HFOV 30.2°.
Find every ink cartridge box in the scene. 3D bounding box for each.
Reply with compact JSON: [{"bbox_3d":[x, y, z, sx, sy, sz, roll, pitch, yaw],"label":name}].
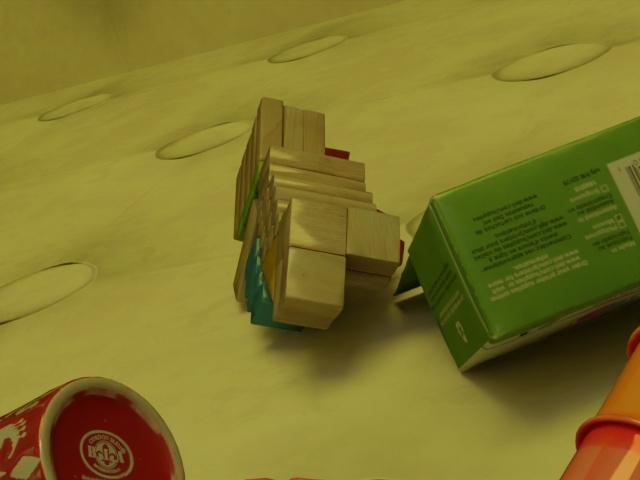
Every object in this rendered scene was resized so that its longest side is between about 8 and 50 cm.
[{"bbox_3d":[0.161,0.016,0.810,0.188,0.097,0.255,-21,-14,-7],"label":"ink cartridge box"}]

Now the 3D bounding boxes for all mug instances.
[{"bbox_3d":[-0.151,0.138,0.624,0.169,0.113,0.150,-32,-2,31],"label":"mug"}]

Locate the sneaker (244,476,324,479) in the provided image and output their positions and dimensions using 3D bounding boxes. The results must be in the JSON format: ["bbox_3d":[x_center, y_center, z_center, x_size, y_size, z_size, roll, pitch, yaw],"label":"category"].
[{"bbox_3d":[-0.072,0.190,0.511,0.299,0.121,0.112,-16,48,4],"label":"sneaker"}]

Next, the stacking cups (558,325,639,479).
[{"bbox_3d":[0.206,0.043,0.582,0.096,0.096,0.316,1,41,45],"label":"stacking cups"}]

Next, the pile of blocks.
[{"bbox_3d":[0.000,0.000,0.984,0.112,0.149,0.362,11,21,-12],"label":"pile of blocks"}]
